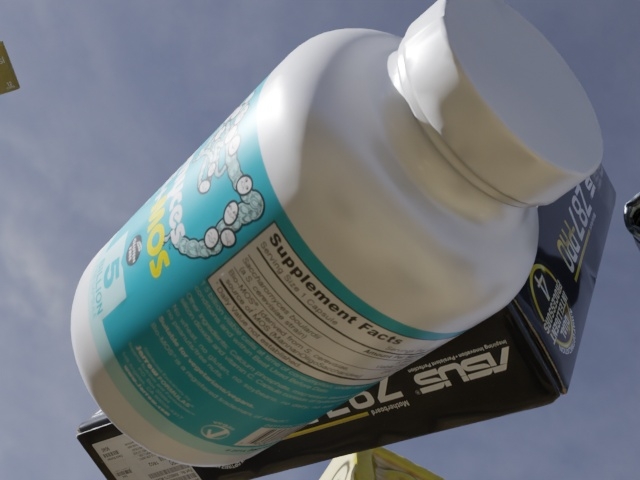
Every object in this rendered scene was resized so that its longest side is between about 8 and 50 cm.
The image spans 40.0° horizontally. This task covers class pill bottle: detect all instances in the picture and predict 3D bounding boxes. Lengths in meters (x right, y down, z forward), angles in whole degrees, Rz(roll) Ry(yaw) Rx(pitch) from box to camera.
[{"bbox_3d":[0.000,0.000,0.425,0.146,0.146,0.264,43,-52,-11],"label":"pill bottle"}]

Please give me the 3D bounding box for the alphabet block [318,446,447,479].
[{"bbox_3d":[0.062,0.339,0.834,0.194,0.192,0.197,29,-76,-10],"label":"alphabet block"}]

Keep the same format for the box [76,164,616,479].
[{"bbox_3d":[0.030,0.057,0.737,0.395,0.318,0.097,-24,-75,31],"label":"box"}]

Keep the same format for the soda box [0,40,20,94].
[{"bbox_3d":[-0.404,-0.203,1.064,0.181,0.061,0.058,27,-44,67],"label":"soda box"}]

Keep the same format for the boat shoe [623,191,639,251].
[{"bbox_3d":[0.306,-0.022,0.603,0.183,0.065,0.083,-20,-31,26],"label":"boat shoe"}]
